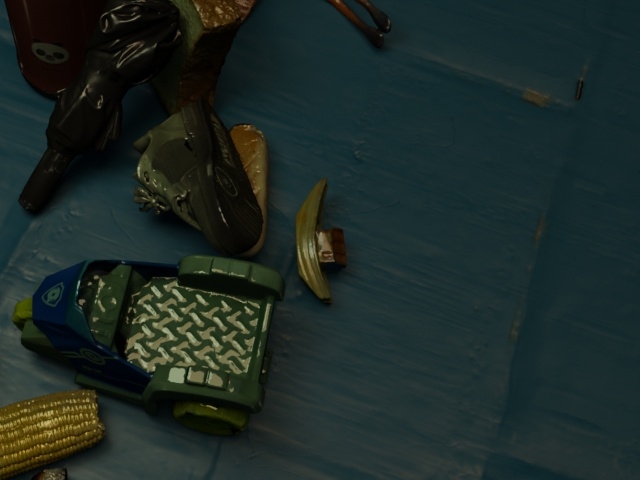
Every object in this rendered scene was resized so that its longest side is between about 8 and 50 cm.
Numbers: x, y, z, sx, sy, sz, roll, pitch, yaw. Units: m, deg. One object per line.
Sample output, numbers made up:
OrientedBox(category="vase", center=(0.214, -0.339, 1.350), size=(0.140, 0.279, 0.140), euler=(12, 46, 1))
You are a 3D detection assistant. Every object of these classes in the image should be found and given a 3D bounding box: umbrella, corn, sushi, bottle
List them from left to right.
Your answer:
OrientedBox(category="corn", center=(-0.342, 0.231, 1.177), size=(0.165, 0.063, 0.085), euler=(-14, 57, -15))
OrientedBox(category="sushi", center=(-0.323, 0.307, 1.153), size=(0.046, 0.044, 0.083), euler=(1, 62, -8))
OrientedBox(category="bottle", center=(-0.346, -0.329, 1.295), size=(0.144, 0.336, 0.144), euler=(3, 65, -7))
OrientedBox(category="umbrella", center=(-0.300, -0.183, 1.292), size=(0.118, 0.118, 0.340), euler=(38, 100, 11))

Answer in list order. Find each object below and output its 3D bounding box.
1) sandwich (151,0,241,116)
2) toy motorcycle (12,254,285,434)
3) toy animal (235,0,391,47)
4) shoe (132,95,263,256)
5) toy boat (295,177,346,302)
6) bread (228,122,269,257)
OrientedBox(category="sandwich", center=(-0.190, -0.292, 1.361), size=(0.065, 0.214, 0.186), euler=(-19, 68, -30))
OrientedBox(category="toy motorcycle", center=(-0.214, 0.101, 1.184), size=(0.326, 0.200, 0.191), euler=(11, 64, -4))
OrientedBox(category="toy animal", center=(-0.067, -0.426, 1.499), size=(0.284, 0.225, 0.302), euler=(-1, 51, -28))
OrientedBox(category="shoe", center=(-0.174, -0.060, 1.280), size=(0.149, 0.109, 0.293), euler=(-30, 42, 12))
OrientedBox(category="toy boat", center=(0.000, 0.000, 1.332), size=(0.066, 0.065, 0.172), euler=(-6, 70, 5))
OrientedBox(category="bread", center=(-0.106, -0.066, 1.357), size=(0.073, 0.053, 0.214), euler=(-2, 61, 0))
